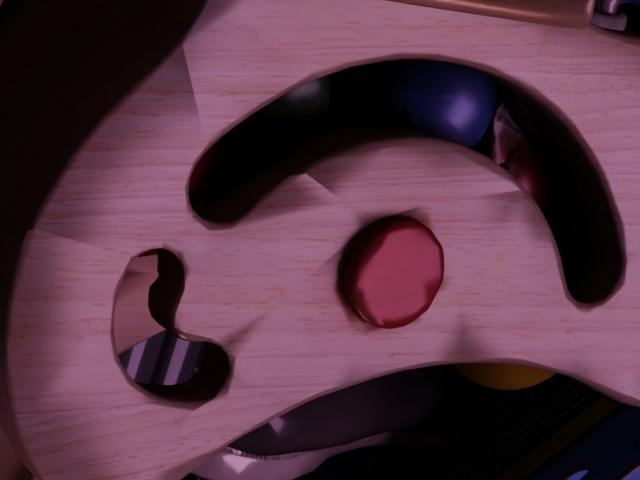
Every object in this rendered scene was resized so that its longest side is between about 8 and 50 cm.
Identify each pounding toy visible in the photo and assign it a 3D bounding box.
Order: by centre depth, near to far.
[{"bbox_3d":[0.000,0.000,0.427,0.269,0.155,0.154,15,97,-37],"label":"pounding toy"}]

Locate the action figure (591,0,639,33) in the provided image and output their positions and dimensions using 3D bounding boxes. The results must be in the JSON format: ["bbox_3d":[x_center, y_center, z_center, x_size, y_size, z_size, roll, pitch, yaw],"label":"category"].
[{"bbox_3d":[0.075,-0.081,0.704,0.164,0.141,0.276,-64,151,-4],"label":"action figure"}]

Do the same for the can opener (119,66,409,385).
[{"bbox_3d":[-0.037,0.016,0.551,0.283,0.095,0.076,-72,164,10],"label":"can opener"}]

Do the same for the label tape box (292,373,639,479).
[{"bbox_3d":[0.087,0.139,0.825,0.240,0.106,0.333,-37,-173,-1],"label":"label tape box"}]

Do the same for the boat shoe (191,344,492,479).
[{"bbox_3d":[0.019,0.026,0.752,0.095,0.112,0.335,-61,164,13],"label":"boat shoe"}]

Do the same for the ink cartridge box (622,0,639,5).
[{"bbox_3d":[0.256,-0.173,1.348,0.311,0.065,0.186,-56,165,-34],"label":"ink cartridge box"}]

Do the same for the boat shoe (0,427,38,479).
[{"bbox_3d":[-0.120,0.091,0.460,0.170,0.063,0.059,-54,170,-28],"label":"boat shoe"}]
